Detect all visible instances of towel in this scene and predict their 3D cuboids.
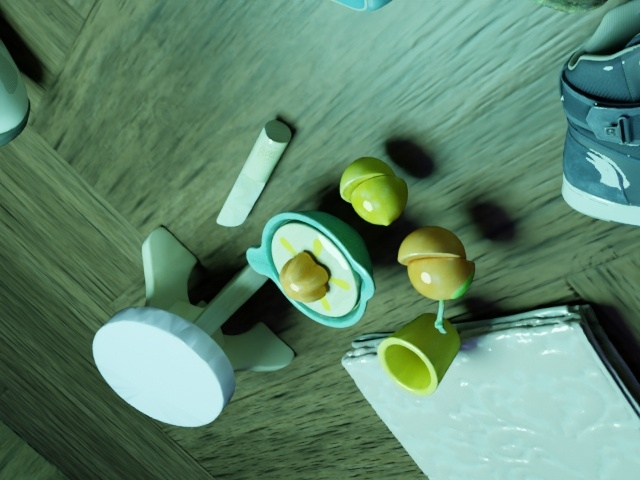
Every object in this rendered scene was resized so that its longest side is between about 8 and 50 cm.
[{"bbox_3d":[0.221,0.212,0.849,0.332,0.053,0.317,-17,116,47],"label":"towel"}]

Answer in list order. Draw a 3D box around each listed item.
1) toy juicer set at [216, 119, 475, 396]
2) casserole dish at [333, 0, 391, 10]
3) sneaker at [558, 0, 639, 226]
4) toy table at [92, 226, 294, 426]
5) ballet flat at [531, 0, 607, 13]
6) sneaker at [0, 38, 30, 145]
[{"bbox_3d":[0.000,0.000,0.748,0.329,0.089,0.209,33,140,23],"label":"toy juicer set"},{"bbox_3d":[-0.017,-0.224,0.556,0.188,0.037,0.114,31,173,19],"label":"casserole dish"},{"bbox_3d":[0.262,-0.075,0.489,0.226,0.086,0.163,12,138,32],"label":"sneaker"},{"bbox_3d":[-0.162,0.119,0.977,0.274,0.161,0.252,-17,117,48],"label":"toy table"},{"bbox_3d":[0.045,-0.269,0.461,0.348,0.123,0.123,45,142,-9],"label":"ballet flat"},{"bbox_3d":[-0.452,-0.303,0.769,0.447,0.169,0.257,50,143,-11],"label":"sneaker"}]
